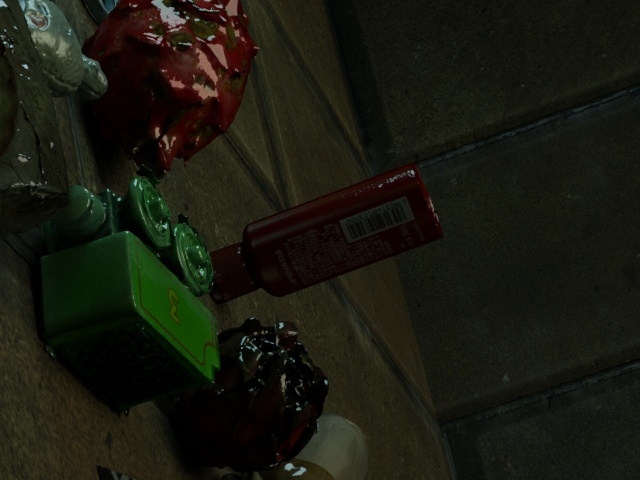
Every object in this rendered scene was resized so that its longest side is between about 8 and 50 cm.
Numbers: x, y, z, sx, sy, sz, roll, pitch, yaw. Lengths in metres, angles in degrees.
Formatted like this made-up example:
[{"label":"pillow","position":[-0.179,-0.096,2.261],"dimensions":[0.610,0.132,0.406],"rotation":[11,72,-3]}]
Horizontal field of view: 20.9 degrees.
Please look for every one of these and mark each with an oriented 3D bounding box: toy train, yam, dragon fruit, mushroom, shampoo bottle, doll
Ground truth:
[{"label":"toy train","position":[-0.186,0.053,1.709],"dimensions":[0.243,0.132,0.188],"rotation":[51,26,-56]},{"label":"yam","position":[-0.289,-0.103,1.411],"dimensions":[0.154,0.154,0.254],"rotation":[55,14,-57]},{"label":"dragon fruit","position":[-0.078,0.174,1.926],"dimensions":[0.188,0.182,0.182],"rotation":[69,6,-59]},{"label":"mushroom","position":[-0.006,0.294,2.229],"dimensions":[0.350,0.128,0.128],"rotation":[-26,97,-78]},{"label":"dragon fruit","position":[-0.182,-0.186,2.027],"dimensions":[0.205,0.210,0.268],"rotation":[85,12,-58]},{"label":"shampoo bottle","position":[0.000,-0.001,2.270],"dimensions":[0.076,0.314,0.118],"rotation":[-100,166,-49]},{"label":"doll","position":[-0.292,-0.204,1.791],"dimensions":[0.214,0.071,0.103],"rotation":[37,22,-58]}]

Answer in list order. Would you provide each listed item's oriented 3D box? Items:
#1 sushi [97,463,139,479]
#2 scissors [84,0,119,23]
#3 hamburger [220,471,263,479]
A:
[{"label":"sushi","position":[-0.130,0.331,1.697],"dimensions":[0.231,0.047,0.219],"rotation":[44,28,-68]},{"label":"scissors","position":[-0.314,-0.360,2.085],"dimensions":[0.360,0.029,0.191],"rotation":[6,66,-80]},{"label":"hamburger","position":[-0.081,0.312,2.005],"dimensions":[0.084,0.054,0.121],"rotation":[-102,171,-57]}]
